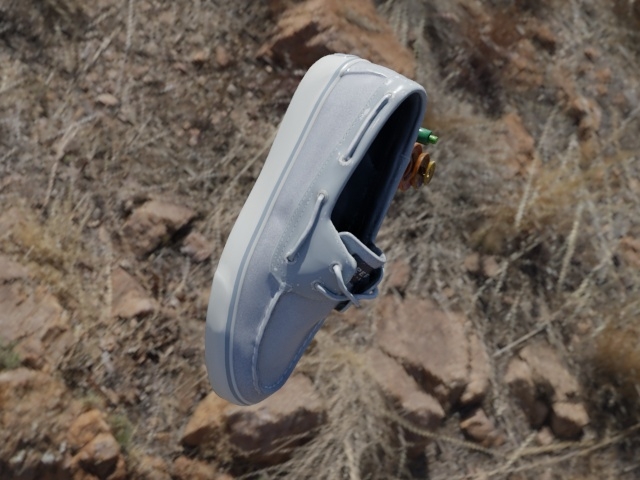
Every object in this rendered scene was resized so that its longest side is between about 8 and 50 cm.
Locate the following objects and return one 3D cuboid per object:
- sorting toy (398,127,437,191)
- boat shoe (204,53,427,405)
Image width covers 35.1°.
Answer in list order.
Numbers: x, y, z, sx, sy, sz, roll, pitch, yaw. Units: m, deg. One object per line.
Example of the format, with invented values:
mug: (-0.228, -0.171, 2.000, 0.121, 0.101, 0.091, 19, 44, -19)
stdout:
sorting toy: (0.060, -0.059, 0.744, 0.042, 0.061, 0.102, 21, 14, 21)
boat shoe: (0.001, 0.000, 0.610, 0.079, 0.081, 0.228, 20, 90, -57)
